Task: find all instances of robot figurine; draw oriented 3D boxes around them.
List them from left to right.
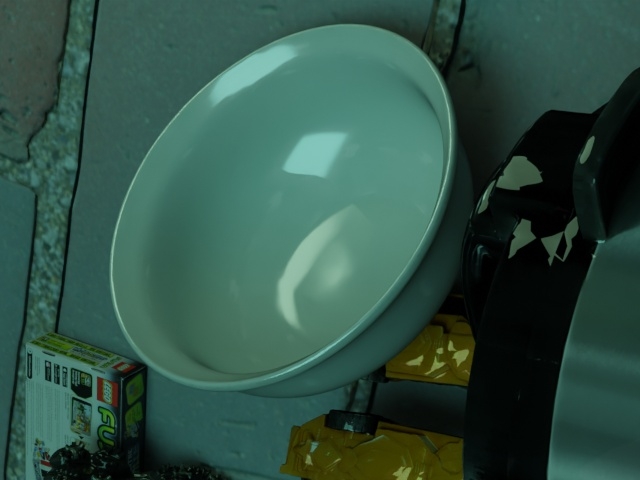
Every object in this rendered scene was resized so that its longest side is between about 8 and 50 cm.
[{"bbox_3d":[0.113,0.126,1.316,0.291,0.085,0.211,7,86,32],"label":"robot figurine"}]

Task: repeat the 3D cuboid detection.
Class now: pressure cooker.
[{"bbox_3d":[0.278,0.098,0.999,0.420,0.375,0.369,12,100,35],"label":"pressure cooker"}]

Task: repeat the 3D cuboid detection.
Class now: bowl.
[{"bbox_3d":[0.000,0.000,1.299,0.298,0.134,0.297,-19,51,26],"label":"bowl"}]

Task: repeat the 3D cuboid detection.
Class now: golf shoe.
[{"bbox_3d":[-0.145,0.241,1.541,0.198,0.077,0.094,17,123,7],"label":"golf shoe"}]

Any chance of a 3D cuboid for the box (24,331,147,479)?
[{"bbox_3d":[-0.214,0.196,1.607,0.114,0.036,0.207,17,115,28],"label":"box"}]
